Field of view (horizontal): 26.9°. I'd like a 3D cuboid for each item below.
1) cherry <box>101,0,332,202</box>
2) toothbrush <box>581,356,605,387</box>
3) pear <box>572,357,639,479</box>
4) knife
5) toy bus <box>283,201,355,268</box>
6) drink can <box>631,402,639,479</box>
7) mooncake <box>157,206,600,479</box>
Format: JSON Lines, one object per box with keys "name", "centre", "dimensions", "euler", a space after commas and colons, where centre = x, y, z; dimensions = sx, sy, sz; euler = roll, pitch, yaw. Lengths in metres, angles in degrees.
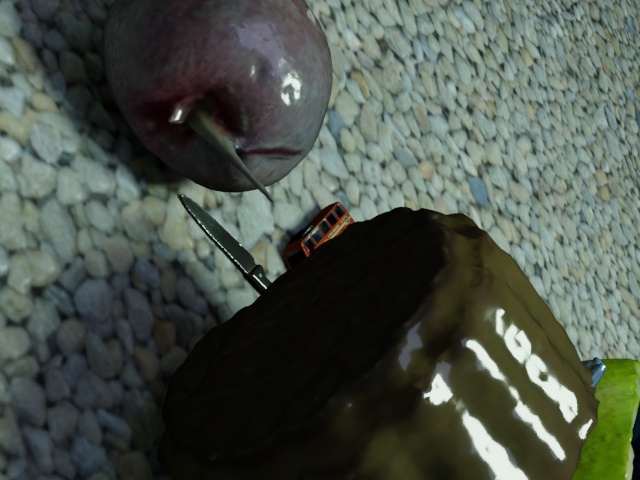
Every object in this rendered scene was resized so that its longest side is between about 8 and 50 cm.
{"name": "cherry", "centre": [-0.086, -0.152, 1.173], "dimensions": [0.213, 0.183, 0.266], "euler": [57, 22, -25]}
{"name": "toothbrush", "centre": [0.076, 0.234, 1.051], "dimensions": [0.413, 0.035, 0.042], "euler": [-42, 124, -9]}
{"name": "pear", "centre": [0.168, 0.283, 1.197], "dimensions": [0.399, 0.165, 0.399], "euler": [13, 90, -79]}
{"name": "knife", "centre": [-0.073, 0.016, 1.241], "dimensions": [0.170, 0.010, 0.023], "euler": [47, 38, -24]}
{"name": "toy bus", "centre": [0.000, 0.000, 1.335], "dimensions": [0.043, 0.031, 0.110], "euler": [57, 33, -10]}
{"name": "drink can", "centre": [0.441, 0.273, 1.709], "dimensions": [0.118, 0.118, 0.205], "euler": [51, 37, -22]}
{"name": "mooncake", "centre": [0.036, 0.122, 1.042], "dimensions": [0.187, 0.324, 0.324], "euler": [52, 36, -20]}
